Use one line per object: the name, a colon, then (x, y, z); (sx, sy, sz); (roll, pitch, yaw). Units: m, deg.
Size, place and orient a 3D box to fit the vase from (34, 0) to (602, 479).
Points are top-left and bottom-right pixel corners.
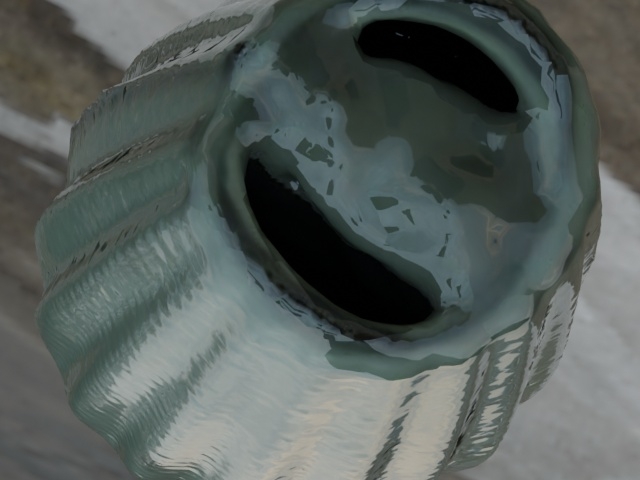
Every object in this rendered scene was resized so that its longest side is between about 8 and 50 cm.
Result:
vase: (0.000, 0.000, 0.423); (0.128, 0.128, 0.248); (23, 172, -3)
